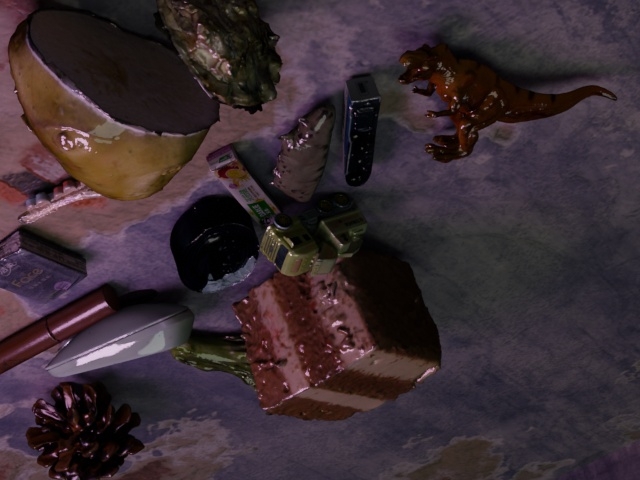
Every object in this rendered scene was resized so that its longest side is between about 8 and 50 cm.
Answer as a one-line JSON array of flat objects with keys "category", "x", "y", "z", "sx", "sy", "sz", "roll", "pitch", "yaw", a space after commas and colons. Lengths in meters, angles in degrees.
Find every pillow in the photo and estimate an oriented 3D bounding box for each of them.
[{"category": "pillow", "x": -0.034, "y": -0.136, "z": 2.023, "sx": 0.093, "sy": 0.051, "sz": 0.241, "roll": -5, "pitch": 146, "yaw": -15}]

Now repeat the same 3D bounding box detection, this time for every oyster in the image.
[{"category": "oyster", "x": -0.135, "y": -0.293, "z": 1.665, "sx": 0.092, "sy": 0.198, "sz": 0.259, "roll": -28, "pitch": 105, "yaw": 32}]

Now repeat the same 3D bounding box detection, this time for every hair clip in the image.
[{"category": "hair clip", "x": -0.388, "y": -0.079, "z": 1.965, "sx": 0.214, "sy": 0.056, "sz": 0.062, "roll": -14, "pitch": 163, "yaw": 12}]

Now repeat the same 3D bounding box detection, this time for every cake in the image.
[{"category": "cake", "x": 0.031, "y": 0.171, "z": 2.279, "sx": 0.290, "sy": 0.255, "sz": 0.282, "roll": -37, "pitch": 149, "yaw": 26}]

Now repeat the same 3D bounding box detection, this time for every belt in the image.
[{"category": "belt", "x": -0.183, "y": 0.011, "z": 2.146, "sx": 0.151, "sy": 0.078, "sz": 0.198, "roll": -8, "pitch": 143, "yaw": -18}]

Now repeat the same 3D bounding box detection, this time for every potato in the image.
[{"category": "potato", "x": -0.308, "y": -0.169, "z": 1.700, "sx": 0.300, "sy": 0.246, "sz": 0.196, "roll": 19, "pitch": 124, "yaw": -36}]

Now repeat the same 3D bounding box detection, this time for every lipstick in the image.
[{"category": "lipstick", "x": -0.525, "y": 0.182, "z": 2.265, "sx": 0.357, "sy": 0.057, "sz": 0.057, "roll": -28, "pitch": 144, "yaw": 16}]

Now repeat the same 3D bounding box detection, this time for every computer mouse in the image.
[{"category": "computer mouse", "x": -0.371, "y": 0.175, "z": 2.272, "sx": 0.288, "sy": 0.097, "sz": 0.159, "roll": -14, "pitch": -176, "yaw": 14}]

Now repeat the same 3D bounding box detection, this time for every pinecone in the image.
[{"category": "pinecone", "x": -0.465, "y": 0.373, "z": 2.425, "sx": 0.202, "sy": 0.229, "sz": 0.201, "roll": -25, "pitch": 116, "yaw": 14}]

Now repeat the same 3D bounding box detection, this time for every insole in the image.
[{"category": "insole", "x": -0.368, "y": 0.115, "z": 2.281, "sx": 0.135, "sy": 0.002, "sz": 0.045, "roll": -18, "pitch": 145, "yaw": 2}]

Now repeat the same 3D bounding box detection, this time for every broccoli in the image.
[{"category": "broccoli", "x": -0.164, "y": 0.245, "z": 2.451, "sx": 0.304, "sy": 0.145, "sz": 0.165, "roll": 20, "pitch": 129, "yaw": -24}]

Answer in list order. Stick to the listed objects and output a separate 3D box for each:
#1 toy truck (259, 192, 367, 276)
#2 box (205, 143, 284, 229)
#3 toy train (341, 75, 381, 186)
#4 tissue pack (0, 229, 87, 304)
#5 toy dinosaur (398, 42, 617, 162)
[{"category": "toy truck", "x": 0.000, "y": 0.000, "z": 2.135, "sx": 0.191, "sy": 0.116, "sz": 0.085, "roll": -21, "pitch": 150, "yaw": -34}, {"category": "box", "x": -0.123, "y": -0.086, "z": 2.066, "sx": 0.050, "sy": 0.041, "sz": 0.207, "roll": -27, "pitch": 145, "yaw": 8}, {"category": "toy train", "x": 0.061, "y": -0.172, "z": 2.012, "sx": 0.052, "sy": 0.051, "sz": 0.234, "roll": -10, "pitch": 148, "yaw": -8}, {"category": "tissue pack", "x": -0.491, "y": 0.048, "z": 2.095, "sx": 0.112, "sy": 0.051, "sz": 0.156, "roll": -32, "pitch": 143, "yaw": 24}, {"category": "toy dinosaur", "x": 0.264, "y": -0.213, "z": 2.005, "sx": 0.432, "sy": 0.097, "sz": 0.208, "roll": 7, "pitch": 130, "yaw": -36}]
